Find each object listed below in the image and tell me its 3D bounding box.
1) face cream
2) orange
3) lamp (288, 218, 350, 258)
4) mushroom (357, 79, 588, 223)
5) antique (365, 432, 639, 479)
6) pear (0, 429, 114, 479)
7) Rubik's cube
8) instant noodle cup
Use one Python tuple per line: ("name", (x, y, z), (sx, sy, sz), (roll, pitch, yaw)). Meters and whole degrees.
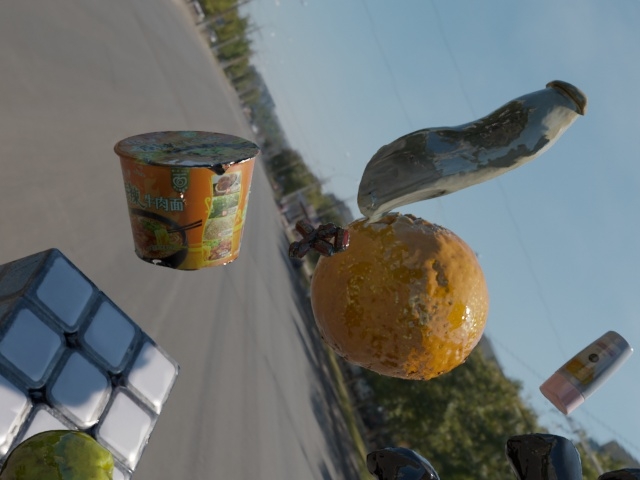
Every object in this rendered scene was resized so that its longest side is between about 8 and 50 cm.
("face cream", (0.545, 0.267, 1.821), (0.084, 0.198, 0.057), (43, -17, 35))
("orange", (0.151, 0.093, 1.674), (0.340, 0.341, 0.293), (-114, -145, -74))
("lamp", (0.000, 0.000, 1.260), (0.031, 0.083, 0.063), (72, 26, -63))
("mushroom", (0.211, -0.126, 1.262), (0.097, 0.352, 0.109), (62, 8, -46))
("antique", (0.156, 0.318, 0.780), (0.185, 0.322, 0.255), (57, 33, -45))
("pear", (-0.283, 0.254, 0.944), (0.107, 0.131, 0.107), (-7, 90, -78))
("Rubik's cube", (-0.444, 0.236, 1.300), (0.303, 0.305, 0.301), (50, 40, -29))
("instant noodle cup", (-0.215, -0.066, 1.436), (0.230, 0.230, 0.182), (-114, -154, -69))
